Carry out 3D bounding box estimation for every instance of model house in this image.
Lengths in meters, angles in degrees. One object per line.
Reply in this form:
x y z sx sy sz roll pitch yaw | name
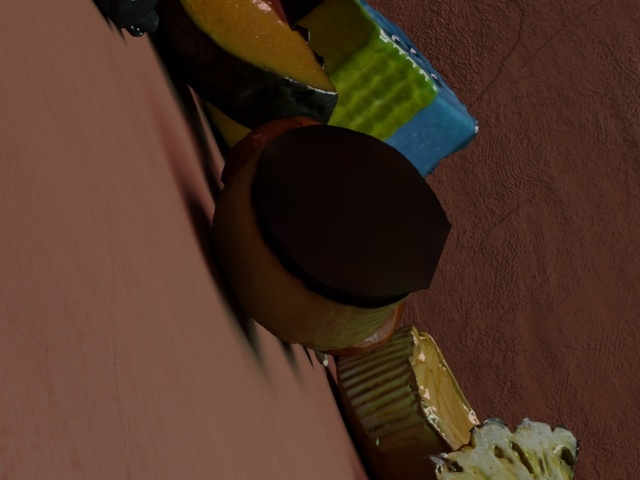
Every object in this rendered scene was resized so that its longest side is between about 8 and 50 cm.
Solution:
0.012 -0.165 1.992 0.215 0.237 0.303 55 11 22 | model house

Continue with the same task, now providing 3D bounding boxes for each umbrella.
-0.167 -0.230 1.368 0.059 0.066 0.236 62 -1 19 | umbrella

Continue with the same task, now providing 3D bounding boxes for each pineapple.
0.156 0.391 1.879 0.344 0.209 0.286 -72 177 -51 | pineapple

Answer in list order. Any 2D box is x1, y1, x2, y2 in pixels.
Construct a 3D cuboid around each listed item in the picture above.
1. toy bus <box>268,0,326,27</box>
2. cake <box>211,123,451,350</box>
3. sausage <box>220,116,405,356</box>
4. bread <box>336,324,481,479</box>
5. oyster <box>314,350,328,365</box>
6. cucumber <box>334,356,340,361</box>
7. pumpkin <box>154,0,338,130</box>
-0.089 -0.382 2.225 0.427 0.233 0.203 -107 174 -68 | toy bus
-0.007 0.017 1.487 0.208 0.185 0.178 49 -40 17 | cake
0.000 0.000 1.706 0.268 0.153 0.141 67 -7 -23 | sausage
0.117 0.233 2.085 0.250 0.133 0.179 56 17 -25 | bread
-0.014 0.065 1.926 0.103 0.051 0.148 67 17 -54 | oyster
0.080 0.235 2.223 0.067 0.067 0.245 61 9 -61 | cucumber
-0.129 -0.224 1.757 0.169 0.148 0.312 -44 -114 45 | pumpkin
